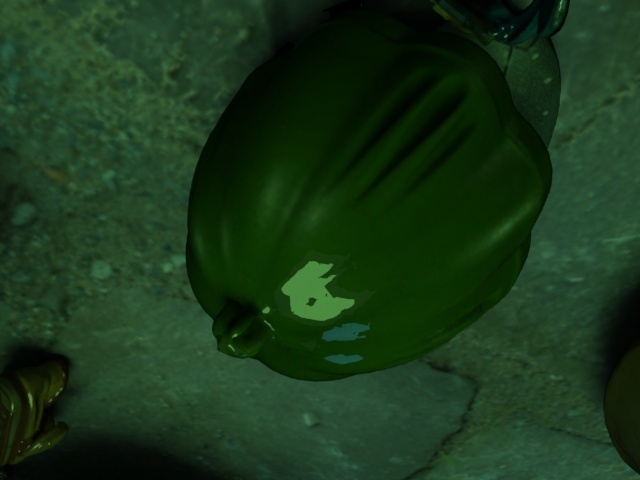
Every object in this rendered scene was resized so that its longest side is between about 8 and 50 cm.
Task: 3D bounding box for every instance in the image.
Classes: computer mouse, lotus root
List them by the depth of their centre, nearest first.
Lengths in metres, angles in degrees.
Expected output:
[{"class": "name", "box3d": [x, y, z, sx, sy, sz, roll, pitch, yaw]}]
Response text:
[{"class": "lotus root", "box3d": [0.000, 0.000, 0.366, 0.186, 0.186, 0.186, 1, 132, 1]}, {"class": "computer mouse", "box3d": [0.063, -0.032, 0.468, 0.113, 0.068, 0.229, 17, 130, -12]}]

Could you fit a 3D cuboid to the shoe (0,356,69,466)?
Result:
[{"class": "shoe", "box3d": [-0.243, 0.144, 0.633, 0.072, 0.069, 0.109, 27, 125, 27]}]

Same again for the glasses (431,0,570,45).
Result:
[{"class": "glasses", "box3d": [0.031, -0.207, 0.322, 0.206, 0.102, 0.239, 21, 137, 20]}]

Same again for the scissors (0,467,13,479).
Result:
[{"class": "scissors", "box3d": [-0.390, 0.215, 0.732, 0.187, 0.020, 0.134, 19, 125, -14]}]

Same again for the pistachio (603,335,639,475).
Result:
[{"class": "pistachio", "box3d": [0.308, 0.126, 0.556, 0.212, 0.163, 0.260, 32, 142, 1]}]
